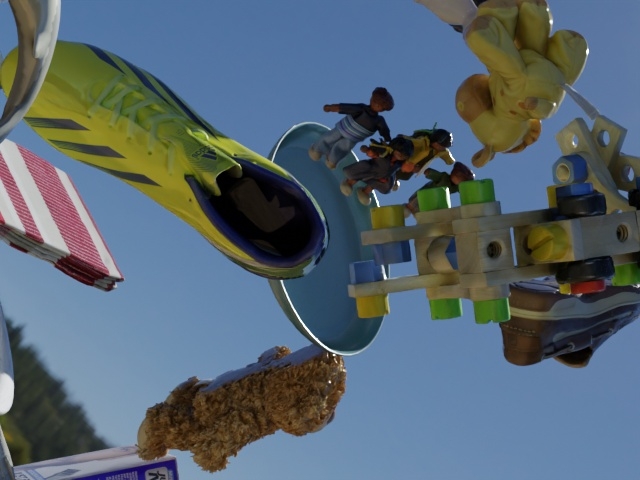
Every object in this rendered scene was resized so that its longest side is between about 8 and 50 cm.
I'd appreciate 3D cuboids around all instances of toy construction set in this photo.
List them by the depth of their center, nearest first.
[{"bbox_3d":[0.200,-0.010,1.053,0.215,0.327,0.151,-9,-77,56],"label":"toy construction set"}]

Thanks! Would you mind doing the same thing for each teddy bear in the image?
[{"bbox_3d":[-0.107,0.239,1.652,0.245,0.338,0.113,-66,135,-76],"label":"teddy bear"}]

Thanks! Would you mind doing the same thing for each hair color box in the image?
[{"bbox_3d":[-0.398,0.394,1.766,0.185,0.339,0.110,-4,-89,64],"label":"hair color box"}]

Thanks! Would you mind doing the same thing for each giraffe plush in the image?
[{"bbox_3d":[0.251,-0.193,1.542,0.210,0.181,0.170,62,-36,19],"label":"giraffe plush"}]

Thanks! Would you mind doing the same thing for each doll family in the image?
[{"bbox_3d":[0.081,-0.092,1.229,0.193,0.076,0.111,14,-36,-36],"label":"doll family"}]

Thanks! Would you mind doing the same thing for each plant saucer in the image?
[{"bbox_3d":[0.000,0.000,1.569,0.044,0.317,0.317,-12,-48,29],"label":"plant saucer"}]

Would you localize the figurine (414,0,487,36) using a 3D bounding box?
[{"bbox_3d":[0.258,-0.347,1.865,0.215,0.092,0.209,19,26,-51],"label":"figurine"}]

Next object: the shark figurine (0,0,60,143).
[{"bbox_3d":[-0.207,-0.186,0.713,0.116,0.166,0.278,-123,-168,-53],"label":"shark figurine"}]

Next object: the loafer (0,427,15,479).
[{"bbox_3d":[-0.427,0.174,1.356,0.112,0.111,0.319,0,-76,39],"label":"loafer"}]

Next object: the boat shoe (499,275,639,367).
[{"bbox_3d":[0.273,0.089,1.275,0.257,0.095,0.095,-2,10,-45],"label":"boat shoe"}]

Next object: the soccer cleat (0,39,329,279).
[{"bbox_3d":[-0.113,-0.069,0.903,0.289,0.093,0.121,35,-10,-10],"label":"soccer cleat"}]

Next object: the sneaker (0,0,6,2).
[{"bbox_3d":[-0.405,-0.307,1.370,0.086,0.237,0.085,-2,-69,28],"label":"sneaker"}]

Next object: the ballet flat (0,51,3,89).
[{"bbox_3d":[-0.316,-0.186,1.070,0.041,0.041,0.114,22,-39,43],"label":"ballet flat"}]

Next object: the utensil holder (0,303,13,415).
[{"bbox_3d":[-0.499,0.049,0.992,0.327,0.385,0.327,163,-90,-84],"label":"utensil holder"}]

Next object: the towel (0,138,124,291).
[{"bbox_3d":[-0.401,-0.066,1.496,0.329,0.037,0.237,35,18,-54],"label":"towel"}]
